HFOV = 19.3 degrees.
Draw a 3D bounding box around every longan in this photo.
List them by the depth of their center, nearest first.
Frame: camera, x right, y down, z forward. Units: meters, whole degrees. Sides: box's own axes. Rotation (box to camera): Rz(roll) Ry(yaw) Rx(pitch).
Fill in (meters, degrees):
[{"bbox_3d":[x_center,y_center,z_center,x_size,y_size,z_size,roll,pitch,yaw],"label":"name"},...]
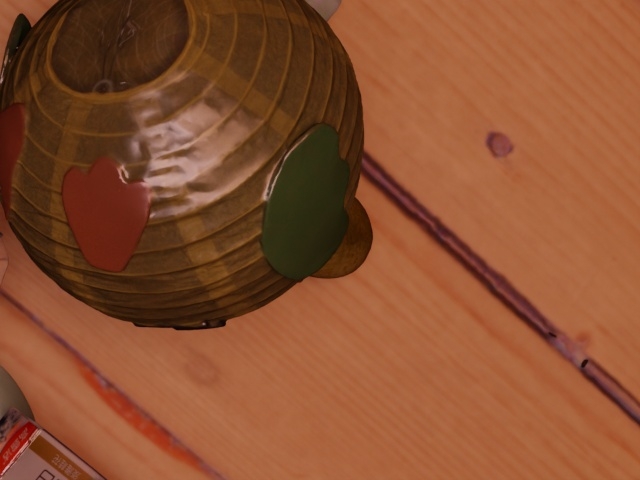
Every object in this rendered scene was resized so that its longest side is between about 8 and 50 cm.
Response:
[{"bbox_3d":[0.000,0.000,1.393,0.075,0.075,0.083,9,128,-18],"label":"longan"}]

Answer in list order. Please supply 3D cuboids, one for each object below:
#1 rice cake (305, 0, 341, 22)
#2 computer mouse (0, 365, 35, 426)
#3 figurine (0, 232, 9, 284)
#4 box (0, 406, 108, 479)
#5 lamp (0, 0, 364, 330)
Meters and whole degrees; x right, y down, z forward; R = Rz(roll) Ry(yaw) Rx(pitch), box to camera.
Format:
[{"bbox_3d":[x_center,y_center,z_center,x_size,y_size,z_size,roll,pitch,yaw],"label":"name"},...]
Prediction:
[{"bbox_3d":[-0.094,-0.124,1.370,0.127,0.043,0.237,40,79,-15],"label":"rice cake"},{"bbox_3d":[-0.320,0.184,1.261,0.288,0.097,0.159,-35,129,-15],"label":"computer mouse"},{"bbox_3d":[-0.294,-0.042,1.250,0.163,0.141,0.236,-10,60,-38],"label":"figurine"},{"bbox_3d":[-0.155,0.192,1.297,0.055,0.039,0.218,-50,134,-11],"label":"box"},{"bbox_3d":[-0.086,-0.054,1.247,0.250,0.284,0.250,-8,59,14],"label":"lamp"}]
